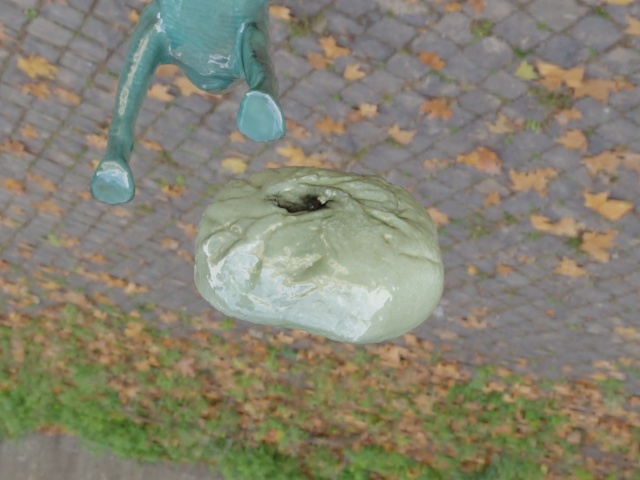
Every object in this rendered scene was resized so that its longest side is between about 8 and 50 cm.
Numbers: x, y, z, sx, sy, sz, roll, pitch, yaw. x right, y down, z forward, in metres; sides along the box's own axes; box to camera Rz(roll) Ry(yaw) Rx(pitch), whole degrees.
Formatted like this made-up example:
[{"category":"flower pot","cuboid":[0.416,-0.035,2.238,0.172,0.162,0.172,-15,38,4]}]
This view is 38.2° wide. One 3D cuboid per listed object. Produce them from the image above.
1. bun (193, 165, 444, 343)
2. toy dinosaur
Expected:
[{"category":"bun","cuboid":[0.003,0.000,0.791,0.221,0.108,0.221,7,-157,-3]},{"category":"toy dinosaur","cuboid":[-0.052,-0.210,0.580,0.129,0.331,0.383,13,128,-2]}]
